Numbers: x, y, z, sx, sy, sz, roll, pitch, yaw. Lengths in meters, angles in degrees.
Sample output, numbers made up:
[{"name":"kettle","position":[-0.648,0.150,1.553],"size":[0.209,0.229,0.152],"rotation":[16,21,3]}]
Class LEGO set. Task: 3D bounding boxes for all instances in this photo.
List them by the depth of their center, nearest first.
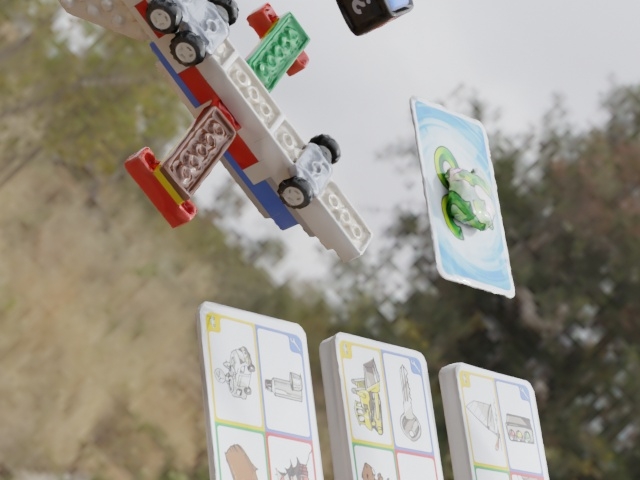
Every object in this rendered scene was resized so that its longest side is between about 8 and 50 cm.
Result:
[{"name":"LEGO set","position":[0.000,0.000,0.632],"size":[0.182,0.060,0.244],"rotation":[16,59,-47]}]
